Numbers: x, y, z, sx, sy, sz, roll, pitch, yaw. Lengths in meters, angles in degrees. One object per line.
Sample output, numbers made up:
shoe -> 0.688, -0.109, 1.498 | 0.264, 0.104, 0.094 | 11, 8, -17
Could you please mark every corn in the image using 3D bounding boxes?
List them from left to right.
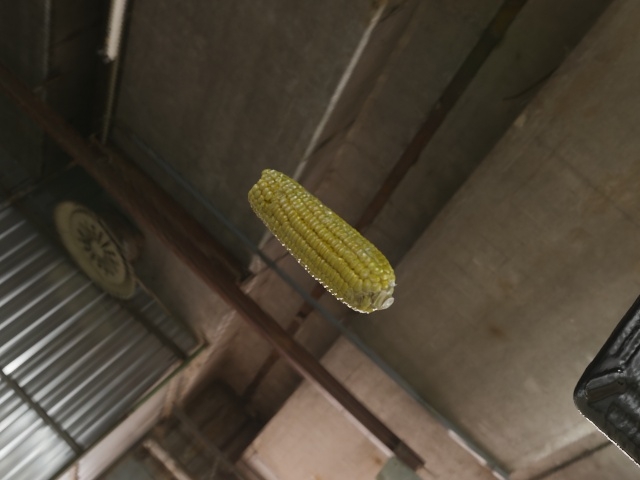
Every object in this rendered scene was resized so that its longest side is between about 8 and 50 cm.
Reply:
corn -> 0.000, 0.000, 0.856 | 0.206, 0.067, 0.067 | 43, -33, 24

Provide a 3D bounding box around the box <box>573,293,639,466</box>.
box -> 0.457, 0.146, 0.966 | 0.073, 0.290, 0.289 | 31, 8, -22
